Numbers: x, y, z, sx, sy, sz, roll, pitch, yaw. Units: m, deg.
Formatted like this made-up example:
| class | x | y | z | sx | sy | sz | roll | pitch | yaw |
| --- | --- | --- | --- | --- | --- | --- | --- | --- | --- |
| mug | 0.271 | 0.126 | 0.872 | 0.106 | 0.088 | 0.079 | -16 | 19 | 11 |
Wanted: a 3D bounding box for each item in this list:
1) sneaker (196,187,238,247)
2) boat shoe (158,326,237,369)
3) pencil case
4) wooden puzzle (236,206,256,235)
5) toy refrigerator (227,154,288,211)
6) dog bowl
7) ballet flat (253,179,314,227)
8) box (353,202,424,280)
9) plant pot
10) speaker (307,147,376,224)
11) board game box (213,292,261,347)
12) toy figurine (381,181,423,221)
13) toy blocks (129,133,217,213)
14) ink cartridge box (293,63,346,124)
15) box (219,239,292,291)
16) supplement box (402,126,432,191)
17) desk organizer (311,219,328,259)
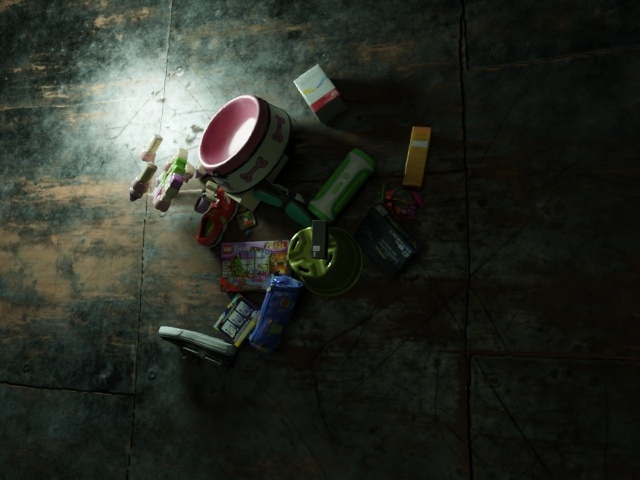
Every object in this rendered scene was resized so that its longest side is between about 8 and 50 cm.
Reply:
| class | x | y | z | sx | sy | sz | roll | pitch | yaw |
| --- | --- | --- | --- | --- | --- | --- | --- | --- | --- |
| sneaker | -0.427 | -0.102 | 1.981 | 0.107 | 0.118 | 0.278 | 18 | 85 | 17 |
| boat shoe | -0.498 | 0.426 | 1.900 | 0.335 | 0.121 | 0.119 | 13 | 79 | 15 |
| pencil case | -0.172 | 0.272 | 1.803 | 0.119 | 0.133 | 0.306 | 35 | 107 | 48 |
| wooden puzzle | -0.310 | -0.087 | 2.002 | 0.079 | 0.014 | 0.116 | -30 | 74 | 8 |
| toy refrigerator | -0.257 | -0.265 | 1.967 | 0.094 | 0.102 | 0.269 | 34 | 90 | 32 |
| dog bowl | -0.316 | -0.395 | 1.902 | 0.408 | 0.150 | 0.407 | -21 | 53 | 31 |
| ballet flat | -0.130 | -0.159 | 1.912 | 0.281 | 0.095 | 0.096 | 32 | 57 | -4 |
| box | 0.242 | 0.006 | 1.758 | 0.059 | 0.183 | 0.232 | -27 | 68 | -37 |
| plant pot | 0.002 | 0.062 | 1.765 | 0.276 | 0.254 | 0.275 | -3 | 80 | 15 |
| speaker | 0.082 | -0.207 | 1.856 | 0.131 | 0.131 | 0.296 | 39 | 91 | 18 |
| board game box | -0.317 | 0.314 | 1.902 | 0.141 | 0.048 | 0.170 | 35 | 86 | 20 |
| toy figurine | 0.305 | -0.125 | 1.804 | 0.159 | 0.130 | 0.173 | 7 | 103 | 7 |
| toy blocks | -0.625 | -0.217 | 1.995 | 0.260 | 0.309 | 0.288 | -48 | 33 | 27 |
| ink cartridge box | 0.000 | -0.592 | 1.952 | 0.127 | 0.128 | 0.176 | -34 | 74 | 7 |
| box | -0.256 | 0.106 | 1.928 | 0.294 | 0.057 | 0.200 | -3 | 79 | 14 |
| supplement box | 0.369 | -0.308 | 1.828 | 0.080 | 0.078 | 0.233 | 8 | 81 | 16 |
| desk organizer | 0.000 | 0.000 | 1.617 | 0.047 | 0.050 | 0.130 | -1 | 79 | 15 |
